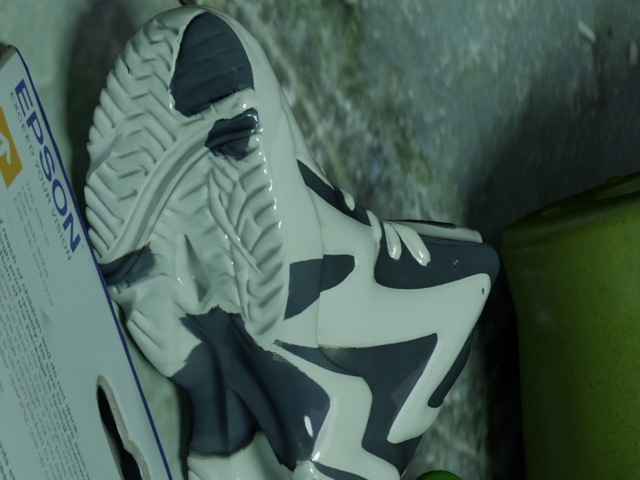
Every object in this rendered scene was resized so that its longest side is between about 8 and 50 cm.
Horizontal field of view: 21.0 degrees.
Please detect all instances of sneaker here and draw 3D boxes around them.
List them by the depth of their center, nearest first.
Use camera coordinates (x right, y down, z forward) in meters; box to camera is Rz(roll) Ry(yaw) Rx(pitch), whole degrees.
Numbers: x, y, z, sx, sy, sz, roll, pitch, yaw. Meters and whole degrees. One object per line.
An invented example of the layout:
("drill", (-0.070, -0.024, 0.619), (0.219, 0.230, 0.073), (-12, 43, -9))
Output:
("sneaker", (0.000, 0.000, 0.680), (0.153, 0.094, 0.235), (-45, 123, -47))

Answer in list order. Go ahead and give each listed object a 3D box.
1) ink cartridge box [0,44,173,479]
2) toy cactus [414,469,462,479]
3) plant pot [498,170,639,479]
("ink cartridge box", (-0.099, 0.138, 0.507), (0.330, 0.071, 0.324), (-86, 161, -70))
("toy cactus", (0.064, 0.172, 0.663), (0.112, 0.180, 0.219), (57, 31, -18))
("plant pot", (0.248, 0.123, 0.839), (0.366, 0.366, 0.353), (-22, 94, -52))
